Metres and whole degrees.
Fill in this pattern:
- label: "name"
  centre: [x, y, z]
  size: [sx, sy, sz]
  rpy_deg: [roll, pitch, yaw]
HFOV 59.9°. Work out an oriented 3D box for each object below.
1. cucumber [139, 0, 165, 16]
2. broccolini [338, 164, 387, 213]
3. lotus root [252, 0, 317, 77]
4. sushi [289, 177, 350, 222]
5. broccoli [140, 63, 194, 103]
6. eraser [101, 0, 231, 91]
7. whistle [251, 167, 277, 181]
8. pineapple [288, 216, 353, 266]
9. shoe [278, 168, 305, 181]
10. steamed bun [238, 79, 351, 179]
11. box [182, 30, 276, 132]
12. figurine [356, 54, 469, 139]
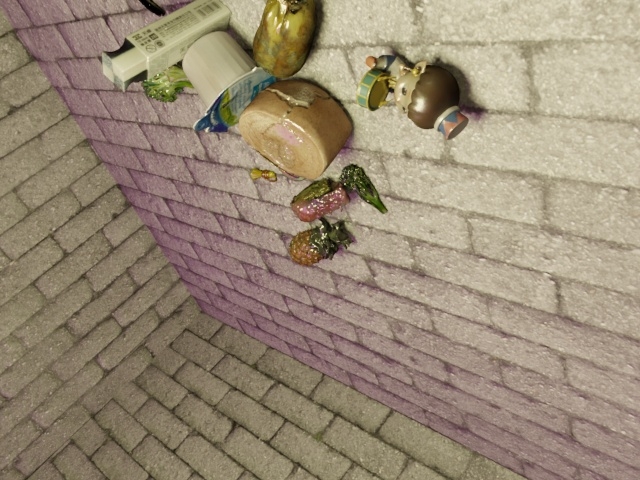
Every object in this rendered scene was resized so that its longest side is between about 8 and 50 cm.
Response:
- label: "cucumber"
  centre: [-0.586, -0.806, 1.896]
  size: [0.135, 0.033, 0.034]
  rpy_deg: [44, 155, 2]
- label: "broccolini"
  centre: [0.140, -0.156, 1.771]
  size: [0.203, 0.068, 0.091]
  rpy_deg: [46, 124, -8]
- label: "lotus root"
  centre: [-0.090, -0.542, 1.462]
  size: [0.151, 0.160, 0.275]
  rpy_deg: [22, 155, -10]
- label: "sushi"
  centre: [-0.010, -0.130, 1.862]
  size: [0.108, 0.161, 0.241]
  rpy_deg: [54, 170, -23]
- label: "broccoli"
  centre: [-0.515, -0.616, 1.997]
  size: [0.274, 0.177, 0.199]
  rpy_deg: [-11, 87, 25]
- label: "eraser"
  centre: [-0.437, -0.576, 1.606]
  size: [0.098, 0.404, 0.096]
  rpy_deg: [43, 151, 6]
- label: "whistle"
  centre: [-0.214, -0.247, 2.147]
  size: [0.109, 0.046, 0.057]
  rpy_deg: [13, 125, 36]
- label: "pineapple"
  centre: [0.000, 0.000, 2.108]
  size: [0.310, 0.141, 0.170]
  rpy_deg: [-22, 86, 53]
- label: "shoe"
  centre: [-0.120, -0.334, 1.839]
  size: [0.291, 0.114, 0.137]
  rpy_deg: [51, 146, -5]
- label: "steamed bun"
  centre: [-0.069, -0.346, 1.592]
  size: [0.301, 0.252, 0.199]
  rpy_deg: [30, 150, 6]
- label: "box"
  centre: [-0.307, -0.477, 1.669]
  size: [0.206, 0.291, 0.262]
  rpy_deg: [54, 169, 11]
- label: "figurine"
  centre: [0.224, -0.340, 1.307]
  size: [0.275, 0.158, 0.161]
  rpy_deg: [28, 157, 29]
